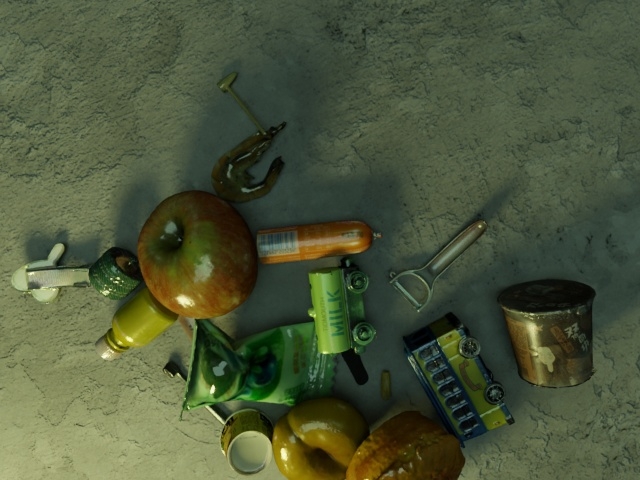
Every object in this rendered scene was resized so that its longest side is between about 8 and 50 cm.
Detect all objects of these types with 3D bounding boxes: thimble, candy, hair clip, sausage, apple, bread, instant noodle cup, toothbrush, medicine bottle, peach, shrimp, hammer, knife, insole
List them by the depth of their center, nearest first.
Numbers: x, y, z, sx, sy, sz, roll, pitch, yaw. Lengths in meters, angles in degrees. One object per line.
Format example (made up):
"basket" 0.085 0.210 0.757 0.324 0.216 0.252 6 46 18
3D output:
"instant noodle cup" 0.554 0.223 1.193 0.218 0.217 0.207 -11 102 5
"bread" 0.202 0.565 1.201 0.313 0.172 0.311 -18 127 -25
"apple" -0.287 0.040 1.212 0.278 0.250 0.308 -11 68 22
"peach" -0.001 0.505 1.245 0.252 0.153 0.250 -8 118 -17
"hammer" -0.184 -0.342 1.249 0.060 0.028 0.195 -38 79 1
"sausage" 0.000 0.000 1.258 0.313 0.093 0.092 -7 95 4
"knife" 0.308 0.044 1.262 0.278 0.053 0.123 -44 87 6
"candy" -0.145 0.324 1.265 0.399 0.172 0.262 4 103 -11
"shrimp" -0.165 -0.190 1.266 0.255 0.059 0.145 -32 96 6
"thimble" -0.523 0.084 1.274 0.090 0.135 0.118 -41 96 7
"instant noodle cup" -0.186 0.533 1.290 0.152 0.122 0.151 0 91 -14
"medicine bottle" -0.487 0.224 1.293 0.213 0.122 0.121 -39 92 6
"insole" 0.089 0.316 1.319 0.053 0.002 0.152 -26 96 -13
"hair clip" -0.710 0.088 1.320 0.219 0.071 0.158 -5 90 -2
"toothbrush" -0.317 0.443 1.351 0.297 0.030 0.030 45 121 -3

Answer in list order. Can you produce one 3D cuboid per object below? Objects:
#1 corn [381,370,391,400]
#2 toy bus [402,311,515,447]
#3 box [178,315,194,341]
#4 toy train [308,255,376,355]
"corn" 0.175 0.389 1.315 0.028 0.027 0.083 2 96 24
"toy bus" 0.344 0.346 1.246 0.175 0.138 0.287 -29 93 5
"box" -0.340 0.239 1.334 0.048 0.025 0.115 -31 93 7
"toy train" 0.046 0.170 1.250 0.158 0.105 0.252 -8 98 -11
